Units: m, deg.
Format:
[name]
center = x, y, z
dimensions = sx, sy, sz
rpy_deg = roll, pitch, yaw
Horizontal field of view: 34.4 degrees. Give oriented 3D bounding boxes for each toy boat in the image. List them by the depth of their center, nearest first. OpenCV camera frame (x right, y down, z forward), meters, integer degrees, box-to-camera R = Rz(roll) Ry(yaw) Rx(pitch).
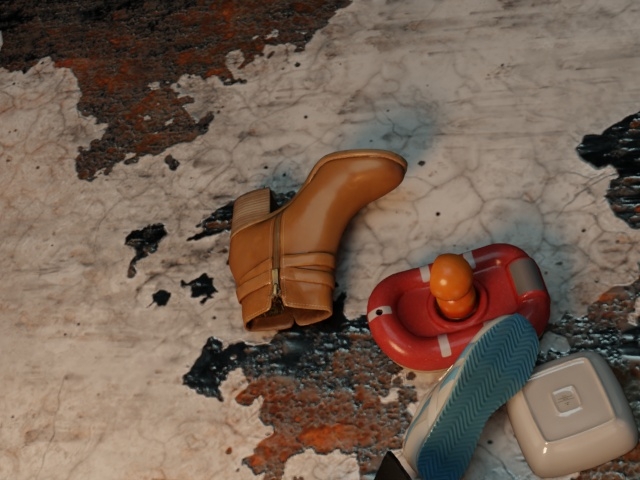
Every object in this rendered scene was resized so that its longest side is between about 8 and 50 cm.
[toy boat]
center = 0.169, 0.070, 1.312
dimensions = 0.231, 0.151, 0.151
rpy_deg = -18, 53, 7

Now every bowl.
[bowl]
center = 0.298, 0.201, 1.242
dimensions = 0.142, 0.053, 0.142
rpy_deg = -20, 54, 4

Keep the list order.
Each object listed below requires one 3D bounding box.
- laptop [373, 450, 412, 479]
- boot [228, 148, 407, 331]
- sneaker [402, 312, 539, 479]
[laptop]
center = 0.050, 0.414, 1.132
dimensions = 0.136, 0.264, 0.234
rpy_deg = -10, 45, -33
[boot]
center = 0.000, 0.000, 1.444
dimensions = 0.283, 0.109, 0.220
rpy_deg = -16, 53, 12
[sneaker]
center = 0.175, 0.182, 1.253
dimensions = 0.229, 0.087, 0.092
rpy_deg = -53, 14, -6
